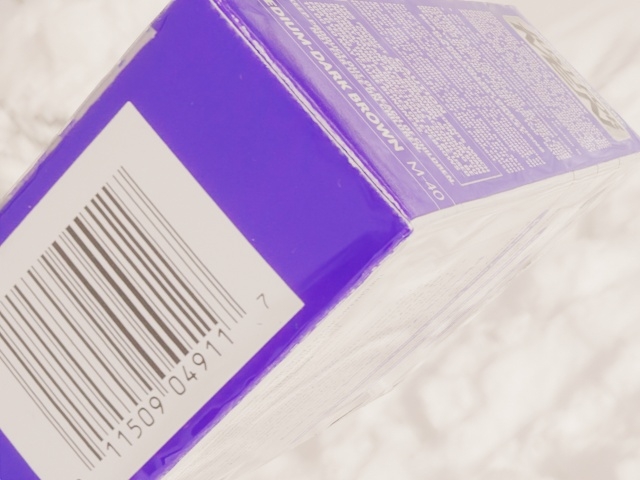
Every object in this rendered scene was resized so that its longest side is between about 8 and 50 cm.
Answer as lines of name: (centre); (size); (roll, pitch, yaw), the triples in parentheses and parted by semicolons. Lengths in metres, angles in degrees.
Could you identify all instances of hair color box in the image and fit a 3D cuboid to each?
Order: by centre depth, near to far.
hair color box: (0.000, 0.000, 0.606); (0.185, 0.110, 0.339); (-45, -12, 21)
